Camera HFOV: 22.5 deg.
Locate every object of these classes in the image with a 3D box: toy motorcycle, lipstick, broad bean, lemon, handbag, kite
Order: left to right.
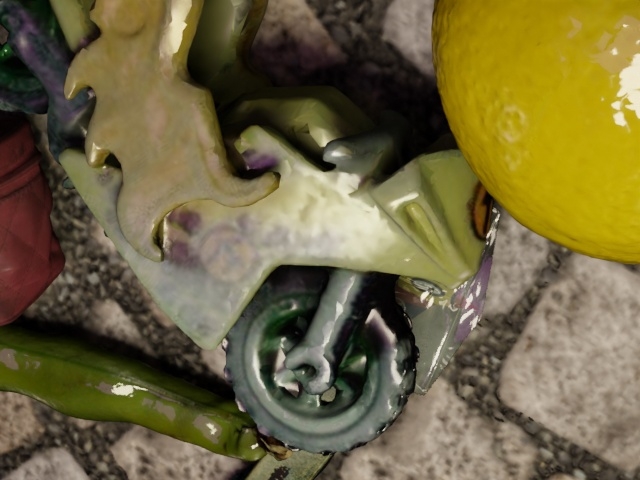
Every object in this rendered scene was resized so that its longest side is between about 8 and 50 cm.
[{"bbox_3d":[-0.301,-0.011,1.141,0.225,0.146,0.135,-5,112,22],"label":"handbag"},{"bbox_3d":[-0.148,0.105,1.163,0.318,0.098,0.056,11,71,30],"label":"broad bean"},{"bbox_3d":[-0.055,-0.067,1.012,0.237,0.169,0.410,-41,90,17],"label":"toy motorcycle"},{"bbox_3d":[-0.016,0.153,1.165,0.051,0.051,0.312,35,113,-4],"label":"lipstick"},{"bbox_3d":[0.000,0.000,1.099,0.245,0.015,0.141,24,97,15],"label":"kite"},{"bbox_3d":[0.176,-0.099,0.905,0.240,0.240,0.219,23,126,9],"label":"lemon"}]
